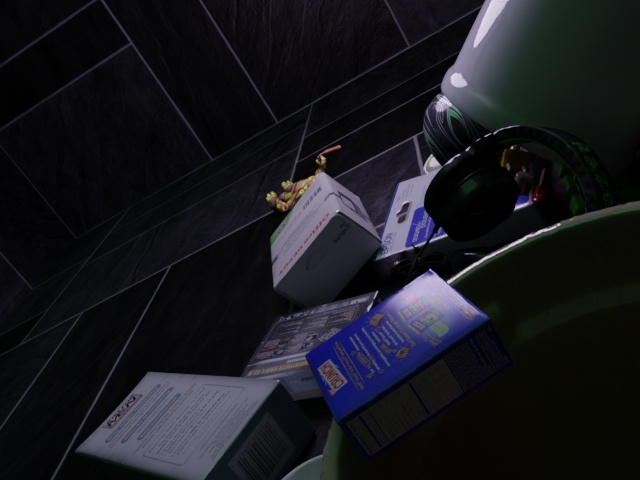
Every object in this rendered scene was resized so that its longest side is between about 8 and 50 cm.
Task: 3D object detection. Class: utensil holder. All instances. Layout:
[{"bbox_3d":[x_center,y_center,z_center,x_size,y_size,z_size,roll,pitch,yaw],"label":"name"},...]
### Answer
[{"bbox_3d":[0.412,-0.341,0.987,0.327,0.328,0.385,-79,11,-62],"label":"utensil holder"}]

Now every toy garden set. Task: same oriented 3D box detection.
[{"bbox_3d":[0.384,-0.087,1.045,0.204,0.049,0.244,10,31,4],"label":"toy garden set"}]

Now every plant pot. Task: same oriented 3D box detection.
[{"bbox_3d":[0.219,0.191,0.414,0.334,0.305,0.334,-28,21,12],"label":"plant pot"}]

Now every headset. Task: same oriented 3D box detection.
[{"bbox_3d":[0.252,-0.008,0.964,0.185,0.243,0.394,-4,-17,-39],"label":"headset"}]

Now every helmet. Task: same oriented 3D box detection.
[{"bbox_3d":[0.273,-0.208,1.236,0.169,0.161,0.169,-28,21,12],"label":"helmet"}]

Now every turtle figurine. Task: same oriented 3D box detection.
[{"bbox_3d":[-0.047,-0.151,1.854,0.217,0.087,0.269,-14,36,57],"label":"turtle figurine"}]

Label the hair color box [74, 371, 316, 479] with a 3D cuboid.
[{"bbox_3d":[-0.205,0.313,1.021,0.375,0.113,0.185,-9,31,46],"label":"hair color box"}]

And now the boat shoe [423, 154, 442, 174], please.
[{"bbox_3d":[0.331,-0.196,1.444,0.228,0.068,0.081,-35,56,2],"label":"boat shoe"}]

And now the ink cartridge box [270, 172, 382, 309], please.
[{"bbox_3d":[0.000,0.000,1.337,0.198,0.115,0.273,-51,18,13],"label":"ink cartridge box"}]

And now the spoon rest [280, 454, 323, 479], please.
[{"bbox_3d":[-0.055,0.353,0.762,0.276,0.084,0.137,-44,24,-24],"label":"spoon rest"}]

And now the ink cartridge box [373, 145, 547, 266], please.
[{"bbox_3d":[0.272,-0.070,1.253,0.307,0.072,0.303,-23,24,30],"label":"ink cartridge box"}]

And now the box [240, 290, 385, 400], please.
[{"bbox_3d":[-0.009,0.183,1.106,0.231,0.056,0.183,-18,26,34],"label":"box"}]

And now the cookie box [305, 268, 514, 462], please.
[{"bbox_3d":[0.052,0.075,0.421,0.107,0.040,0.092,-33,21,-2],"label":"cookie box"}]
